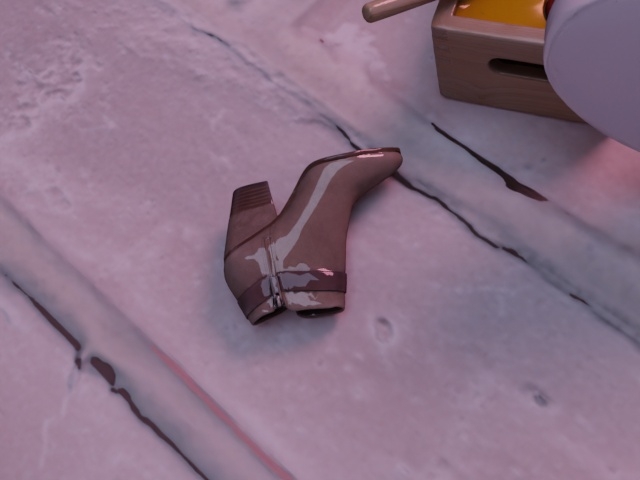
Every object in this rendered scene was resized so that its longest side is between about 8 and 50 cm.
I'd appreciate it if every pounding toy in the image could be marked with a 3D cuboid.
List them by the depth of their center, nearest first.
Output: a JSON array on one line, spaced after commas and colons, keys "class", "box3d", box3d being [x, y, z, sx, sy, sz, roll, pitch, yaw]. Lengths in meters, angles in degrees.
[{"class": "pounding toy", "box3d": [0.116, -0.141, 0.475, 0.141, 0.100, 0.130, 14, 70, 18]}]

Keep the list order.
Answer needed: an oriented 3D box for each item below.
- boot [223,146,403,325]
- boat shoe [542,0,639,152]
[{"class": "boot", "box3d": [0.000, 0.000, 0.478, 0.118, 0.042, 0.087, -16, 70, 7]}, {"class": "boat shoe", "box3d": [0.254, -0.097, 0.399, 0.301, 0.108, 0.102, 7, 59, -2]}]
